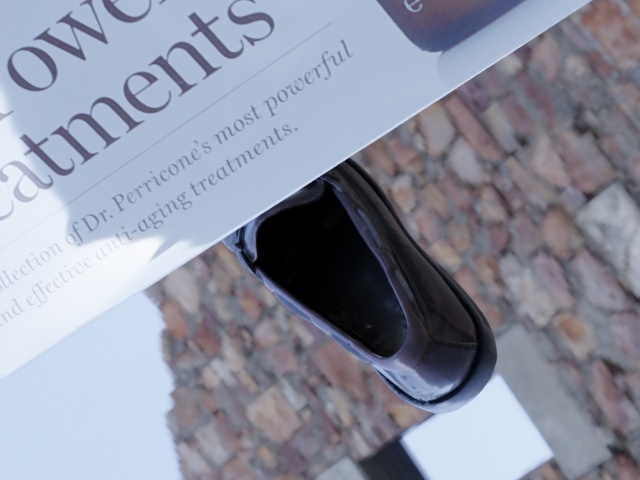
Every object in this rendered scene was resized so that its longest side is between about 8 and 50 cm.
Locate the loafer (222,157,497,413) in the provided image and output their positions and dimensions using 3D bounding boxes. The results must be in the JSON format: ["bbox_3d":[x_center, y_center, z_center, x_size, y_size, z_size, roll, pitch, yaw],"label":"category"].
[{"bbox_3d":[0.000,0.000,0.981,0.302,0.109,0.095,43,-170,35],"label":"loafer"}]

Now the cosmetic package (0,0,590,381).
[{"bbox_3d":[-0.040,-0.161,0.354,0.284,0.377,0.097,48,-158,-25],"label":"cosmetic package"}]
